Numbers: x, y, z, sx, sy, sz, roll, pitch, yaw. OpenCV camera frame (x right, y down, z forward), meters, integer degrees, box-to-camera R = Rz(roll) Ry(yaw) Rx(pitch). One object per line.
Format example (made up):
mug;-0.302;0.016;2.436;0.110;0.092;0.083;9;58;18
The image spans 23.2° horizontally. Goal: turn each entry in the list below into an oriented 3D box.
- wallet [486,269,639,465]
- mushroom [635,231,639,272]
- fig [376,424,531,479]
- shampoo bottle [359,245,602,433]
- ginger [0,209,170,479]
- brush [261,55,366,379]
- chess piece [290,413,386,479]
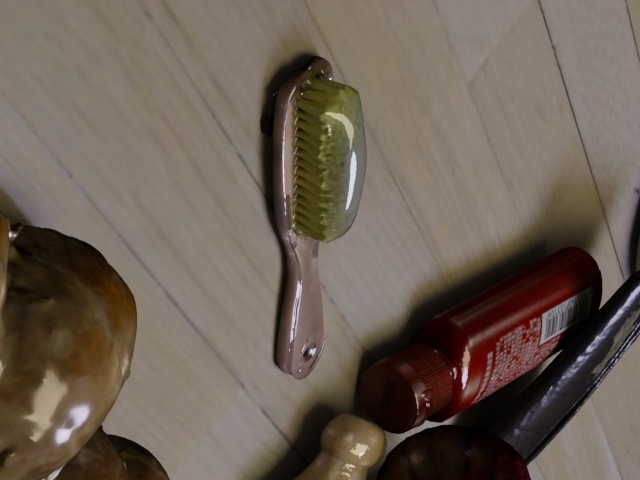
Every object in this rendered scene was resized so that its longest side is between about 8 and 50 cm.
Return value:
wallet;0.265;0.149;1.645;0.321;0.044;0.170;-51;159;22
mushroom;0.416;-0.019;1.788;0.118;0.103;0.270;-11;133;-45
fig;0.126;0.241;1.407;0.202;0.148;0.149;143;-47;-77
shampoo bottle;0.162;0.100;1.525;0.314;0.076;0.118;-24;143;-44
ginger;-0.192;0.120;0.962;0.256;0.176;0.375;-54;151;-46
brush;0.000;0.001;1.235;0.072;0.067;0.313;-35;141;-38
chess piece;-0.031;0.295;1.382;0.138;0.124;0.307;25;88;-21
